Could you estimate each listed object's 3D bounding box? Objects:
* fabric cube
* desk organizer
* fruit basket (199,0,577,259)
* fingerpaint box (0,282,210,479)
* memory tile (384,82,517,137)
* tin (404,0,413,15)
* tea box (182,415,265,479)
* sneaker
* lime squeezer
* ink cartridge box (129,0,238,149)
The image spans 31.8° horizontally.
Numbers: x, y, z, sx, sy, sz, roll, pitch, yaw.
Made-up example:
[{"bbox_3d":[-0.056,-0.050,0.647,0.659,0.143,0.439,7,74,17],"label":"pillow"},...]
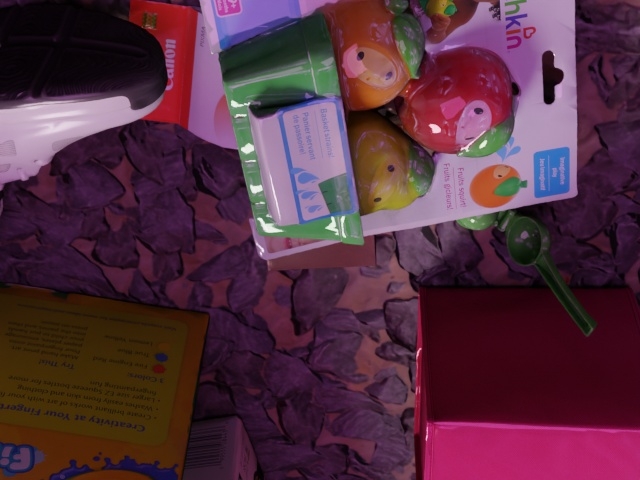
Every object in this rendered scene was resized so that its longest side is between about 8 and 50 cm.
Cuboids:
[{"bbox_3d":[0.243,0.225,1.316,0.258,0.254,0.259,0,124,2],"label":"fabric cube"},{"bbox_3d":[0.000,0.000,1.300,0.130,0.047,0.050,-3,126,4],"label":"desk organizer"},{"bbox_3d":[0.083,-0.132,1.109,0.353,0.165,0.327,-7,128,4],"label":"fruit basket"},{"bbox_3d":[-0.371,0.219,1.266,0.445,0.371,0.163,9,123,-5],"label":"fingerpaint box"},{"bbox_3d":[0.140,-0.151,1.214,0.148,0.012,0.113,1,124,1],"label":"memory tile"},{"bbox_3d":[0.051,-0.296,1.107,0.190,0.040,0.106,40,112,-23],"label":"tin"},{"bbox_3d":[-0.171,0.464,1.446,0.220,0.329,0.323,-10,124,9],"label":"tea box"},{"bbox_3d":[-0.348,-0.094,1.206,0.447,0.169,0.257,-4,132,14],"label":"sneaker"},{"bbox_3d":[0.188,-0.008,1.261,0.310,0.110,0.059,38,140,13],"label":"lime squeezer"},{"bbox_3d":[-0.118,-0.173,1.191,0.179,0.045,0.145,6,123,-5],"label":"ink cartridge box"}]
